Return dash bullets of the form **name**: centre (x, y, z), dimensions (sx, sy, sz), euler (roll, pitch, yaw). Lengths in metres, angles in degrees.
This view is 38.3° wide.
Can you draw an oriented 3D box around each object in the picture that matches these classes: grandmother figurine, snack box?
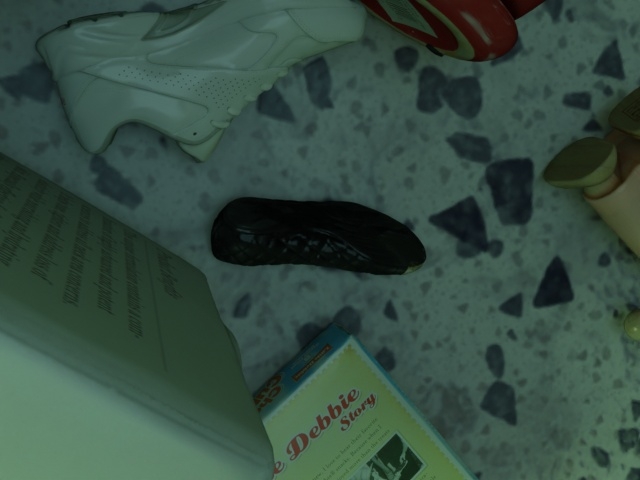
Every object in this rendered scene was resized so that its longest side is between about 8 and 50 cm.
- **grandmother figurine**: centre (0.355, 0.022, 0.786), dimensions (0.207, 0.104, 0.342), euler (-38, 108, 19)
- **snack box**: centre (-0.042, 0.241, 0.709), dimensions (0.322, 0.060, 0.187), euler (-42, 104, -8)

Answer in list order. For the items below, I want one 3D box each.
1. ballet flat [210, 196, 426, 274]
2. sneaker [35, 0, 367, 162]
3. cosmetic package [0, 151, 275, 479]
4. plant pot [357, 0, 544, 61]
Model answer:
- **ballet flat**: centre (0.000, 0.000, 0.715), dimensions (0.173, 0.049, 0.058), euler (9, 50, -17)
- **sneaker**: centre (-0.075, -0.118, 0.663), dimensions (0.232, 0.090, 0.115), euler (-13, 105, -5)
- **cosmetic package**: centre (-0.288, 0.090, 0.472), dimensions (0.393, 0.329, 0.327), euler (32, 93, -16)
- **plant pot**: centre (0.101, -0.231, 0.640), dimensions (0.191, 0.191, 0.174), euler (31, 91, -16)
